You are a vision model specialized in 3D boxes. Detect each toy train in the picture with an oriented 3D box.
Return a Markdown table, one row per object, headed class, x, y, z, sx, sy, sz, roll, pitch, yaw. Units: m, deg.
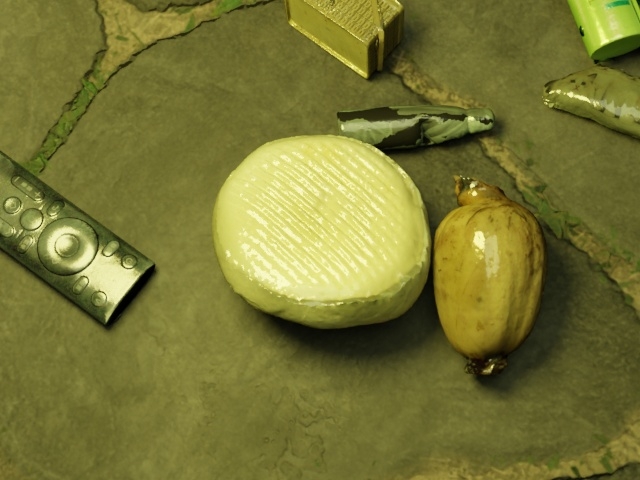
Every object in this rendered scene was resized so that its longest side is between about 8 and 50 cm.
| class | x | y | z | sx | sy | sz | roll | pitch | yaw |
| --- | --- | --- | --- | --- | --- | --- | --- | --- | --- |
| toy train | 0.390 | -0.355 | 1.947 | 0.157 | 0.105 | 0.253 | -16 | 75 | -12 |

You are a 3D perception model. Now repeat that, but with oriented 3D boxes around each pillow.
| class | x | y | z | sx | sy | sz | roll | pitch | yaw |
| --- | --- | --- | --- | --- | --- | --- | --- | --- | --- |
| pillow | 0.420 | -0.185 | 1.922 | 0.241 | 0.051 | 0.093 | 21 | 68 | 18 |

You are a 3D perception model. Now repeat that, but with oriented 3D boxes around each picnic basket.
| class | x | y | z | sx | sy | sz | roll | pitch | yaw |
| --- | --- | --- | --- | --- | --- | --- | --- | --- | --- |
| picnic basket | 0.032 | -0.308 | 1.946 | 0.164 | 0.115 | 0.079 | 38 | 76 | 12 |

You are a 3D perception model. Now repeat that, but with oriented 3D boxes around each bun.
| class | x | y | z | sx | sy | sz | roll | pitch | yaw |
| --- | --- | --- | --- | --- | --- | --- | --- | --- | --- |
| bun | 0.000 | 0.000 | 1.839 | 0.287 | 0.146 | 0.287 | 3 | 60 | -5 |

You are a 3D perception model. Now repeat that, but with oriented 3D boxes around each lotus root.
| class | x | y | z | sx | sy | sz | roll | pitch | yaw |
| --- | --- | --- | --- | --- | --- | --- | --- | --- | --- |
| lotus root | 0.219 | 0.041 | 1.819 | 0.140 | 0.154 | 0.256 | -2 | 87 | 36 |

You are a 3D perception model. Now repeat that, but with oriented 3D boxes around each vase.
| class | x | y | z | sx | sy | sz | roll | pitch | yaw |
| --- | --- | --- | --- | --- | --- | --- | --- | --- | --- |
| vase | 0.129 | -0.154 | 1.923 | 0.212 | 0.060 | 0.059 | -5 | 73 | 2 |

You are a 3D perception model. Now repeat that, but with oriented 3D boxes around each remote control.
| class | x | y | z | sx | sy | sz | roll | pitch | yaw |
| --- | --- | --- | --- | --- | --- | --- | --- | --- | --- |
| remote control | -0.398 | -0.034 | 1.917 | 0.378 | 0.044 | 0.107 | 35 | 81 | 12 |
